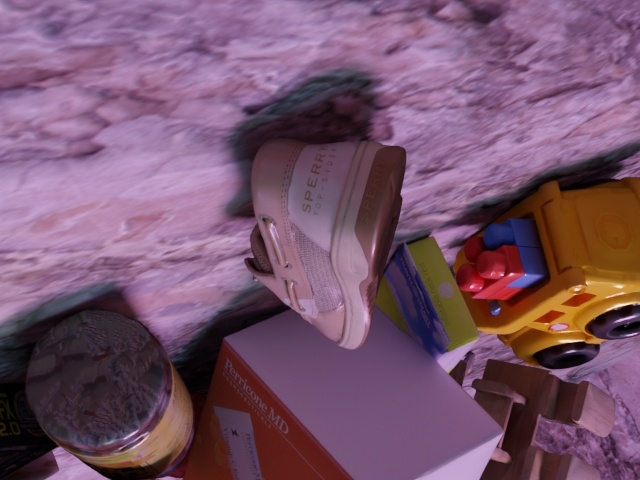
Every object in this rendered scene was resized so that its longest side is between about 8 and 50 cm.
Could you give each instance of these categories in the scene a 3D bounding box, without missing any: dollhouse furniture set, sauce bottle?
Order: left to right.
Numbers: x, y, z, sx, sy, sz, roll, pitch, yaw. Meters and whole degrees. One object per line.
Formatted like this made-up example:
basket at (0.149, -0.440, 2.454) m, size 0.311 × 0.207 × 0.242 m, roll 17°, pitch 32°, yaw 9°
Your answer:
sauce bottle at (-0.161, 0.148, 1.139) m, size 0.111 × 0.111 × 0.344 m, roll -24°, pitch 163°, yaw -5°
dollhouse furniture set at (0.192, 0.254, 1.442) m, size 0.212 × 0.242 × 0.161 m, roll 9°, pitch 166°, yaw 34°

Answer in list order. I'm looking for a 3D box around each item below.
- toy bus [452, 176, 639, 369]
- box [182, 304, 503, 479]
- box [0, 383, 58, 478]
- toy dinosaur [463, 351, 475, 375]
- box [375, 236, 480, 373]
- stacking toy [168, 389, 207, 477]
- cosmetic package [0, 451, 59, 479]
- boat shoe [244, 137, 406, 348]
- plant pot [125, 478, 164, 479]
toy bus at (0.207, 0.036, 1.319) m, size 0.211 × 0.149 × 0.220 m, roll 1°, pitch 155°, yaw -32°
box at (-0.002, 0.251, 1.300) m, size 0.168 × 0.215 × 0.345 m, roll -21°, pitch 143°, yaw -38°
box at (-0.374, 0.198, 1.070) m, size 0.270 × 0.060 × 0.216 m, roll -30°, pitch 163°, yaw 17°
toy dinosaur at (0.145, 0.225, 1.962) m, size 0.212 × 0.064 × 0.112 m, roll -21°, pitch 165°, yaw -13°
box at (0.098, 0.071, 1.293) m, size 0.042 × 0.109 × 0.178 m, roll -20°, pitch 164°, yaw -15°
stacking toy at (-0.103, 0.229, 1.477) m, size 0.141 × 0.141 × 0.330 m, roll -28°, pitch 161°, yaw 9°
cosmetic package at (-0.301, 0.211, 1.260) m, size 0.060 × 0.041 × 0.115 m, roll -30°, pitch 164°, yaw 15°
boat shoe at (0.000, 0.000, 0.959) m, size 0.098 × 0.109 × 0.302 m, roll 14°, pitch 165°, yaw 5°
plant pot at (-0.199, 0.318, 1.129) m, size 0.243 × 0.275 × 0.275 m, roll -27°, pitch 168°, yaw 41°
